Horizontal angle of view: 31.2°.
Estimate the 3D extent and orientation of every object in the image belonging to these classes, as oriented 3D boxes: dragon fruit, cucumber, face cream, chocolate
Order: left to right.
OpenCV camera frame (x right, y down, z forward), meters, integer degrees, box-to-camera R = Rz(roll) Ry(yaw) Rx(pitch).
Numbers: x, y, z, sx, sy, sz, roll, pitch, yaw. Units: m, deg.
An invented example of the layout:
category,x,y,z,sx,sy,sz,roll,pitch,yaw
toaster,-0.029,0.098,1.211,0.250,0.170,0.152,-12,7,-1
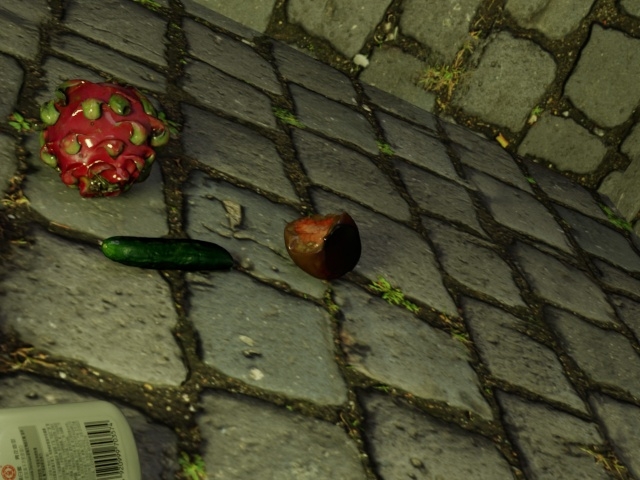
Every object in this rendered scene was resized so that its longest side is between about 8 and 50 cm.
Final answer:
category,x,y,z,sx,sy,sz,roll,pitch,yaw
face cream,-0.310,0.239,1.150,0.291,0.071,0.144,1,68,-50
dragon fruit,-0.351,-0.174,1.886,0.273,0.218,0.198,-33,110,-71
cucumber,-0.234,0.019,1.776,0.056,0.056,0.284,45,22,31
chocolate,0.000,0.000,2.018,0.124,0.127,0.133,-2,23,-30
